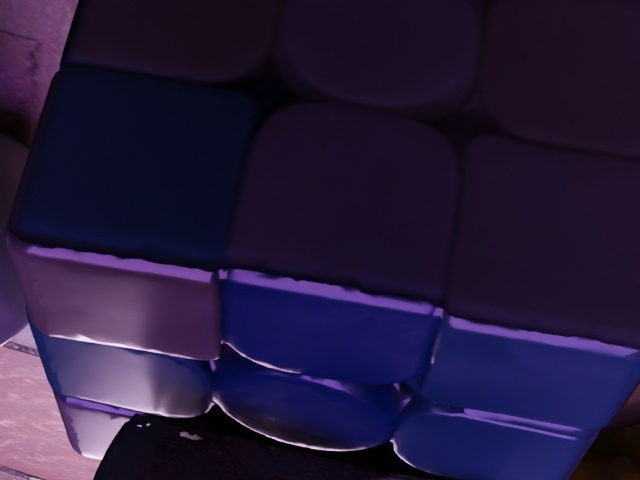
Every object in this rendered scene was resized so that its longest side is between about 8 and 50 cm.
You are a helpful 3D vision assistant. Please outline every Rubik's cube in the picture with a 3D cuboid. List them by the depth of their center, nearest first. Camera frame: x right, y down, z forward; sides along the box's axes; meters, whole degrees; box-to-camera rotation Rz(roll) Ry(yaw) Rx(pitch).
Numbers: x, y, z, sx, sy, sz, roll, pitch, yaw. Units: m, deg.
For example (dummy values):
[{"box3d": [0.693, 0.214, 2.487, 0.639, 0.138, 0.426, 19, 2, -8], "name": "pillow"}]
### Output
[{"box3d": [0.023, -0.039, 0.905, 0.347, 0.347, 0.344, 11, 153, 3], "name": "Rubik's cube"}]

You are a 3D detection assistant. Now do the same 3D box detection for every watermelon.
[{"box3d": [-0.009, 0.196, 0.891, 0.226, 0.148, 0.318, -29, 121, 28], "name": "watermelon"}]

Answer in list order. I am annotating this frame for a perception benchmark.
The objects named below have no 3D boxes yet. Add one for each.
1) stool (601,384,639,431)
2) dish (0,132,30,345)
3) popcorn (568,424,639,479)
[{"box3d": [0.305, 0.048, 1.131, 0.179, 0.179, 0.264, 28, 149, -27], "name": "stool"}, {"box3d": [-0.353, -0.014, 1.231, 0.256, 0.256, 0.117, 3, 138, 17], "name": "dish"}, {"box3d": [0.224, 0.245, 1.359, 0.334, 0.292, 0.293, 22, 171, -39], "name": "popcorn"}]
